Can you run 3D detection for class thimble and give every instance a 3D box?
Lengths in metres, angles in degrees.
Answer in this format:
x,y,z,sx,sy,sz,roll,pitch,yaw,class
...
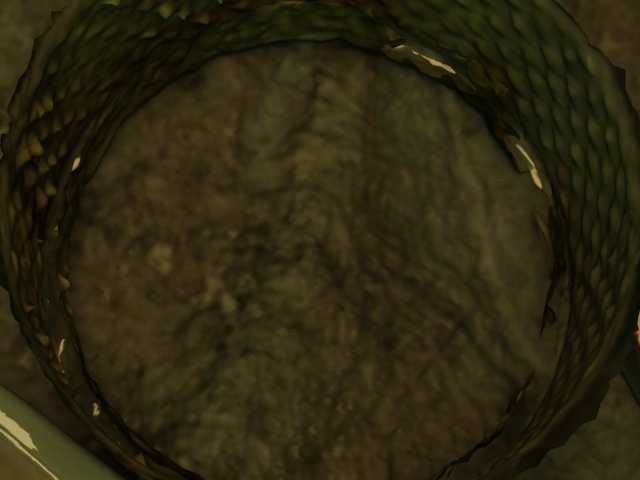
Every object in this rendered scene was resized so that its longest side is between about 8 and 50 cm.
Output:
x,y,z,sx,sy,sz,roll,pitch,yaw,class
0.000,0.000,0.749,0.270,0.150,0.271,1,75,-3,thimble

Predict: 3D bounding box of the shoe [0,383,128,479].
x,y,z,sx,sy,sz,roll,pitch,yaw,class
-0.133,0.117,0.746,0.195,0.079,0.078,32,72,1,shoe

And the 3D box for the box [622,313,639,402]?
x,y,z,sx,sy,sz,roll,pitch,yaw,class
0.219,0.083,0.802,0.115,0.036,0.177,-26,79,-9,box
